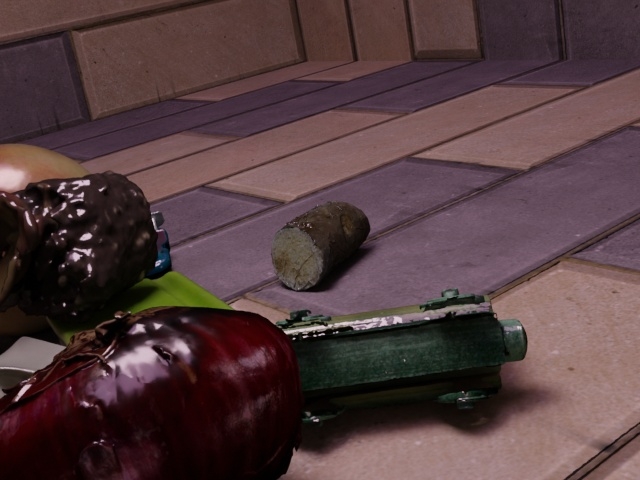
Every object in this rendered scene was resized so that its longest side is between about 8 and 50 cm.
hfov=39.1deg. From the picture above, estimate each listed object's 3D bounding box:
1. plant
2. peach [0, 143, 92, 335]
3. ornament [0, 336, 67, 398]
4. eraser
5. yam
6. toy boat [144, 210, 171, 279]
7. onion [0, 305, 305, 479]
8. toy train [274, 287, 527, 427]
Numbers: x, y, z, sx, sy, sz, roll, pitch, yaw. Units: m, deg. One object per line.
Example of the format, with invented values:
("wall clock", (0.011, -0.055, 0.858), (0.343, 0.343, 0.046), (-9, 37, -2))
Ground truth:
("plant", (-0.331, 0.006, 1.152), (0.178, 0.204, 0.234), (-14, 4, 33))
("peach", (-0.457, -0.005, 1.336), (0.292, 0.292, 0.247), (-22, 46, -32))
("ornament", (-0.368, 0.202, 0.975), (0.120, 0.130, 0.285), (1, 13, 8))
("eraser", (-0.219, 0.128, 1.150), (0.210, 0.092, 0.274), (-20, 19, -25))
("yam", (0.000, 0.000, 1.398), (0.107, 0.107, 0.183), (1, 20, 31))
("toy boat", (-0.406, 0.023, 1.522), (0.298, 0.092, 0.134), (-12, 36, -6))
("onion", (-0.153, 0.182, 0.776), (0.314, 0.232, 0.314), (-22, -4, -2))
("toy train", (0.068, 0.133, 0.981), (0.307, 0.126, 0.189), (-9, -14, 5))
